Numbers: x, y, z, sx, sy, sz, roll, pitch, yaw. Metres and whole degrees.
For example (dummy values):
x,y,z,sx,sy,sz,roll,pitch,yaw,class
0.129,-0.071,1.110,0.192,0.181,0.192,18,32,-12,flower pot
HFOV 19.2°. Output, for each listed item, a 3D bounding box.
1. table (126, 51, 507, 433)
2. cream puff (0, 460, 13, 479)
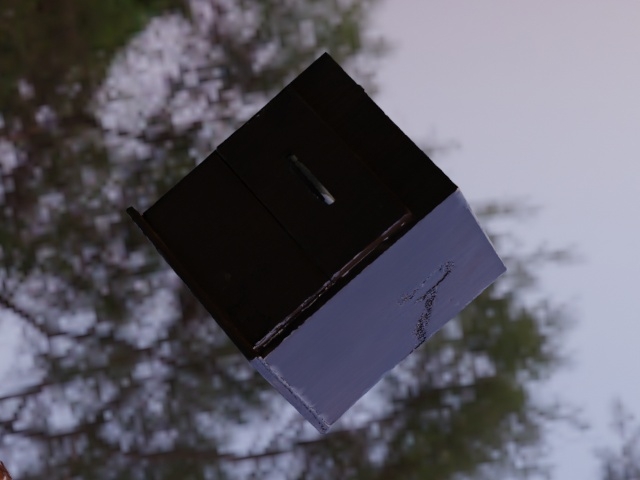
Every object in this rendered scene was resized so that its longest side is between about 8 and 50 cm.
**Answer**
x,y,z,sx,sy,sz,roll,pitch,yaw,class
0.000,0.000,1.422,0.193,0.172,0.169,-40,-120,-2,table
-0.374,0.238,1.468,0.229,0.350,0.350,-38,-172,13,cream puff
